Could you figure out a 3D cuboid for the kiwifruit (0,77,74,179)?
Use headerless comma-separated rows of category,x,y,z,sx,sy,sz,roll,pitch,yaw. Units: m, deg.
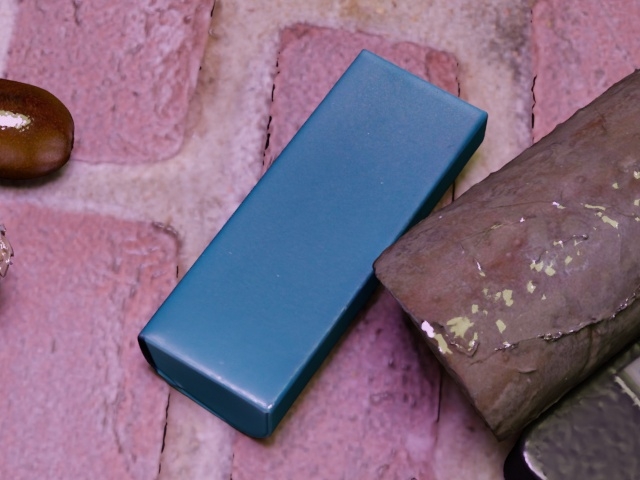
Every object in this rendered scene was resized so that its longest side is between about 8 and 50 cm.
kiwifruit,-0.244,-0.084,1.443,0.124,0.075,0.075,9,62,1

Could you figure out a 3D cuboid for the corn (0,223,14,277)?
corn,-0.337,0.086,1.330,0.106,0.106,0.305,37,69,11

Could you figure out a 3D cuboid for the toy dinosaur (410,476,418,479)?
toy dinosaur,0.134,0.296,1.302,0.162,0.077,0.294,-39,88,-27

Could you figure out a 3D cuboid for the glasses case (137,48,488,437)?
glasses case,-0.001,-0.001,1.439,0.117,0.070,0.301,30,65,15

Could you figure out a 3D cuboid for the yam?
yam,0.175,0.009,1.399,0.304,0.168,0.168,-36,73,-21

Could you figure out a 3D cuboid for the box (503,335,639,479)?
box,0.313,0.221,1.372,0.211,0.058,0.350,-34,72,-24
